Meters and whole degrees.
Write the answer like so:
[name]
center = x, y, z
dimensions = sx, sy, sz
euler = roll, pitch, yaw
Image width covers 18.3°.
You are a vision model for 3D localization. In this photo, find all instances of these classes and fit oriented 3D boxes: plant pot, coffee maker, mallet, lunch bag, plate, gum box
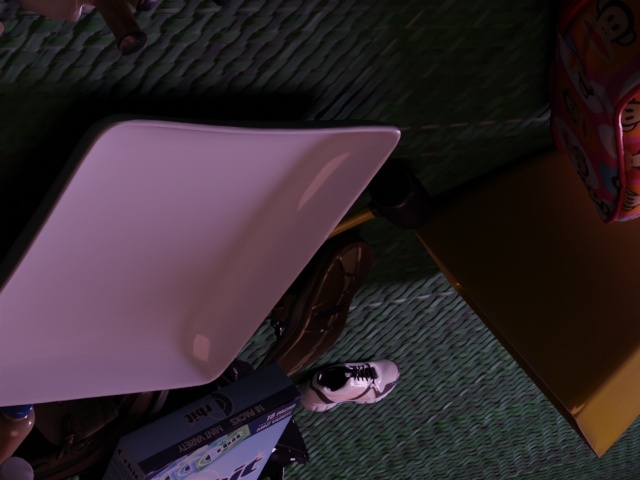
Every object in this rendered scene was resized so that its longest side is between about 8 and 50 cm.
[plant pot]
center = 0.228, 0.029, 1.674
dimensions = 0.187, 0.212, 0.212
euler = -40, 159, 1
[coffee maker]
center = -0.127, 0.186, 1.769
dimensions = 0.178, 0.120, 0.171
euler = -32, 135, 12
[mallet]
center = 0.000, 0.000, 1.550
dimensions = 0.190, 0.039, 0.062
euler = -28, 157, 17
[lunch bag]
center = 0.301, -0.138, 1.442
dimensions = 0.258, 0.120, 0.293
euler = -25, 159, -5
[plate]
center = -0.113, 0.006, 1.356
dimensions = 0.278, 0.045, 0.277
euler = -2, 138, -46
[gum box]
center = -0.110, 0.189, 1.594
dimensions = 0.157, 0.041, 0.184
euler = -24, 156, -34

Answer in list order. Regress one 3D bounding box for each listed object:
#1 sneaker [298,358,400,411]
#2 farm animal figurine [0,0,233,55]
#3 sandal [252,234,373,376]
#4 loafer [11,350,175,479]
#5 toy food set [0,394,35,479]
[sneaker]
center = 0.033, 0.136, 1.912
dimensions = 0.109, 0.040, 0.043
euler = -15, 155, -29
[farm animal figurine]
center = -0.219, -0.141, 0.769
dimensions = 0.327, 0.172, 0.330
euler = -38, 153, -4
[sandal]
center = -0.012, 0.055, 1.657
dimensions = 0.072, 0.049, 0.180
euler = -15, 143, -42
[loafer]
center = -0.214, 0.143, 1.562
dimensions = 0.084, 0.096, 0.267
euler = 2, 149, -41
[toy food set]
center = -0.268, 0.164, 1.380
dimensions = 0.104, 0.111, 0.232
euler = -49, -176, 45
